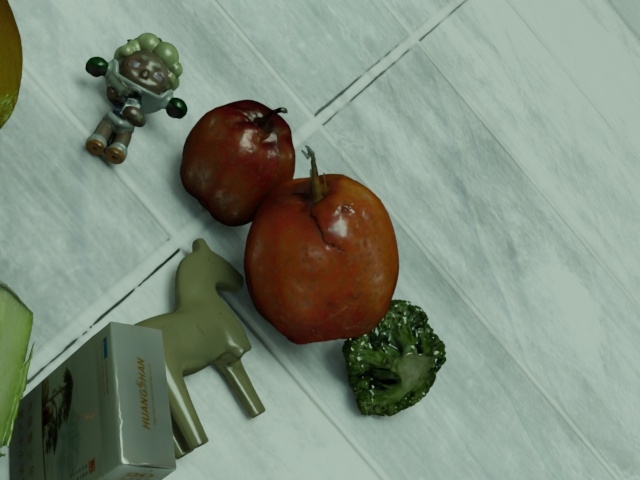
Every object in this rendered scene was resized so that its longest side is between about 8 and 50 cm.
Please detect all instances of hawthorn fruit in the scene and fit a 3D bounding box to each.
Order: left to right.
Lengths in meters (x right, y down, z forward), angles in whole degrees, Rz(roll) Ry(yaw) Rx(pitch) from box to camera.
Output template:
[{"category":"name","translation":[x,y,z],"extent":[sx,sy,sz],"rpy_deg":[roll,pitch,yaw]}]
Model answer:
[{"category":"hawthorn fruit","translation":[-0.099,-0.118,1.542],"extent":[0.157,0.194,0.157],"rpy_deg":[22,41,-21]},{"category":"hawthorn fruit","translation":[0.000,0.000,1.484],"extent":[0.211,0.299,0.211],"rpy_deg":[-3,35,2]}]

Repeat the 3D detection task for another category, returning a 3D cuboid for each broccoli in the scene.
[{"category":"broccoli","translation":[0.100,0.169,1.586],"extent":[0.162,0.138,0.146],"rpy_deg":[-42,104,-10]}]

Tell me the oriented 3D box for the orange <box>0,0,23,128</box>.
[{"category":"orange","translation":[-0.453,-0.231,1.283],"extent":[0.263,0.196,0.334],"rpy_deg":[64,14,1]}]

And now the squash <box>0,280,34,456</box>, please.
[{"category":"squash","translation":[-0.362,0.201,1.041],"extent":[0.210,0.234,0.309],"rpy_deg":[-15,66,-3]}]

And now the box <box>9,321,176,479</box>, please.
[{"category":"box","translation":[-0.236,0.197,1.156],"extent":[0.067,0.233,0.150],"rpy_deg":[11,55,-38]}]

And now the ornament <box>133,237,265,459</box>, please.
[{"category":"ornament","translation":[-0.149,0.120,1.427],"extent":[0.230,0.061,0.245],"rpy_deg":[-19,77,-51]}]

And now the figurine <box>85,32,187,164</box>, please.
[{"category":"figurine","translation":[-0.248,-0.193,1.529],"extent":[0.147,0.093,0.197],"rpy_deg":[27,47,-13]}]
